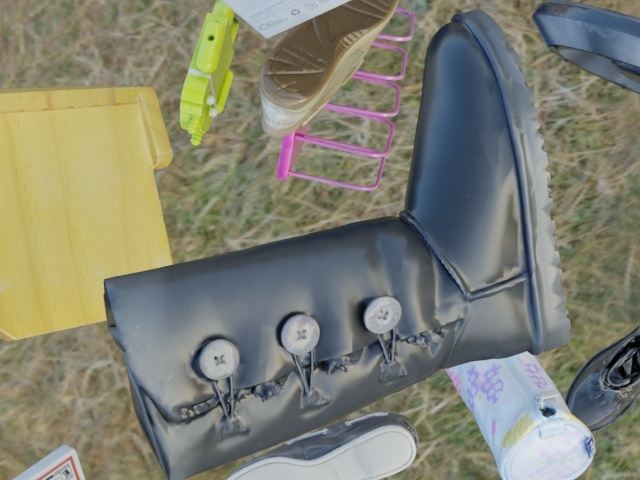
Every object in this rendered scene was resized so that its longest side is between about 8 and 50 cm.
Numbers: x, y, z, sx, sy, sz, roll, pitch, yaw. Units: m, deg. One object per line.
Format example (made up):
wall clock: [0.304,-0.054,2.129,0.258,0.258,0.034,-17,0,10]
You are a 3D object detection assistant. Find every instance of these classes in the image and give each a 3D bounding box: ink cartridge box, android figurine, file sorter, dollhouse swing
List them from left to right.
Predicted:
dollhouse swing: [-0.406,-0.052,1.529,0.315,0.347,0.305,8,104,45]
android figurine: [-0.209,-0.317,2.149,0.056,0.248,0.273,14,73,2]
ink cartridge box: [-0.028,-0.332,1.282,0.223,0.224,0.045,-20,67,22]
file sorter: [0.049,-0.257,1.961,0.182,0.202,0.290,12,117,3]

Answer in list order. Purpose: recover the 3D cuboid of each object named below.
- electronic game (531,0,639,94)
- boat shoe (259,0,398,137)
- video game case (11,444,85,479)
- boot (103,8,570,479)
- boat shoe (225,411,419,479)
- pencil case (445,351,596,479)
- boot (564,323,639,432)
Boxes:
electronic game: [0.277,-0.142,0.902,0.229,0.229,0.048,25,97,29]
boat shoe: [0.006,-0.291,1.704,0.122,0.341,0.110,32,146,10]
video game case: [-0.373,0.437,1.491,0.025,0.204,0.285,16,127,41]
boot: [0.001,0.002,1.115,0.445,0.146,0.367,-16,100,-7]
boat shoe: [0.002,0.366,1.844,0.335,0.095,0.112,-20,100,9]
pencil case: [0.225,0.180,1.372,0.113,0.273,0.124,-24,123,-1]
boot: [0.416,0.179,1.566,0.091,0.229,0.263,45,107,16]
